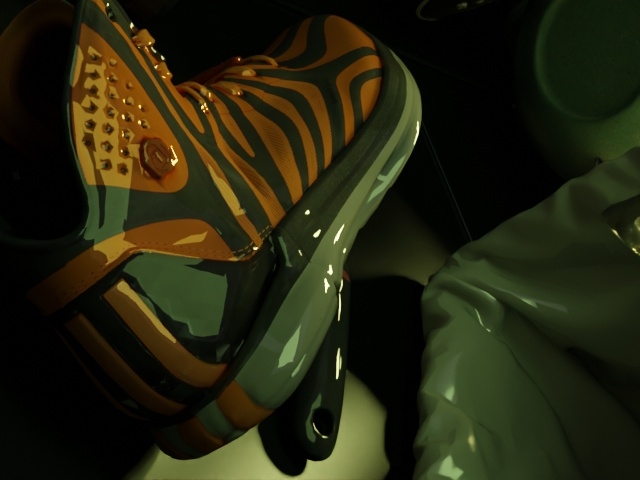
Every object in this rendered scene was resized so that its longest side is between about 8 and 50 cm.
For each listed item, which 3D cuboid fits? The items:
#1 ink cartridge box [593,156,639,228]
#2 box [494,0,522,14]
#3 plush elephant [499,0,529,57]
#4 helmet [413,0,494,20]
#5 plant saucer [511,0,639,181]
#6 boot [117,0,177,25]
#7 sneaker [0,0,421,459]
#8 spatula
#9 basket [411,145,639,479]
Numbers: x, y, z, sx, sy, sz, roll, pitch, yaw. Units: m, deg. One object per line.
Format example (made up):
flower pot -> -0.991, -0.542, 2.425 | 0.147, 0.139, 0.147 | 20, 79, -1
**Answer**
ink cartridge box -> 0.272, 0.128, 1.252 | 0.371, 0.069, 0.176 | 50, 27, -14
box -> 0.374, -0.401, 1.553 | 0.297, 0.471, 0.480 | 37, 32, -33
plush elephant -> 0.339, -0.068, 1.374 | 0.255, 0.272, 0.330 | 29, 35, -55
helmet -> 0.112, -0.248, 1.302 | 0.169, 0.161, 0.169 | 38, 32, -29
plant saucer -> 0.201, -0.131, 1.286 | 0.037, 0.195, 0.195 | 9, 52, -47
boot -> -0.083, -0.234, 0.980 | 0.106, 0.082, 0.219 | 30, 75, -26
sneaker -> -0.060, -0.061, 0.866 | 0.180, 0.124, 0.321 | 47, 29, -18
spatula -> 0.000, 0.000, 0.996 | 0.084, 0.030, 0.296 | 38, 33, -28
basket -> 0.249, 0.112, 0.960 | 0.266, 0.328, 0.331 | 47, 28, -24
